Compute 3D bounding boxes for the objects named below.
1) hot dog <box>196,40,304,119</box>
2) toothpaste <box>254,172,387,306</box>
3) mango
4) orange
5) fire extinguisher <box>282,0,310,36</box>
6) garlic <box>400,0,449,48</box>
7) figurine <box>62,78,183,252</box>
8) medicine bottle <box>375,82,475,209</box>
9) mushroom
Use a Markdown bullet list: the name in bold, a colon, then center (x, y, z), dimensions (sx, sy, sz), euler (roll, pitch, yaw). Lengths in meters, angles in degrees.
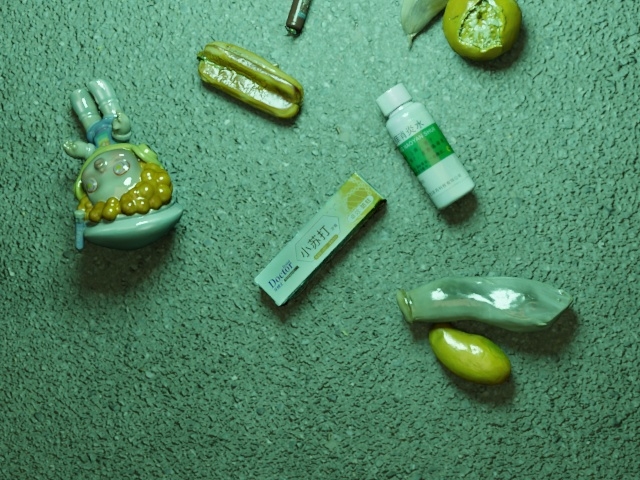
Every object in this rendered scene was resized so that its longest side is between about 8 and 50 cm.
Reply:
- **hot dog**: center (-0.147, -0.340, 1.838), dimensions (0.250, 0.076, 0.104), euler (26, 116, 10)
- **toothpaste**: center (0.000, 0.000, 1.838), dimensions (0.089, 0.071, 0.313), euler (45, 99, 8)
- **mango**: center (0.302, 0.234, 1.802), dimensions (0.190, 0.075, 0.098), euler (30, 78, 12)
- **orange**: center (0.316, -0.430, 1.733), dimensions (0.155, 0.134, 0.154), euler (-1, 86, 11)
- **fire extinguisher**: center (-0.044, -0.478, 1.823), dimensions (0.039, 0.056, 0.132), euler (19, 93, 33)
- **garlic**: center (0.203, -0.473, 1.778), dimensions (0.152, 0.066, 0.084), euler (-43, 89, 6)
- **figurine**: center (-0.405, -0.160, 1.845), dimensions (0.225, 0.205, 0.381), euler (-12, 72, 12)
- **medicine bottle**: center (0.207, -0.191, 1.782), dimensions (0.095, 0.095, 0.260), euler (-33, 87, 9)
- **mushroom**: center (0.329, 0.126, 1.785), dimensions (0.351, 0.097, 0.109), euler (3, 73, 11)
